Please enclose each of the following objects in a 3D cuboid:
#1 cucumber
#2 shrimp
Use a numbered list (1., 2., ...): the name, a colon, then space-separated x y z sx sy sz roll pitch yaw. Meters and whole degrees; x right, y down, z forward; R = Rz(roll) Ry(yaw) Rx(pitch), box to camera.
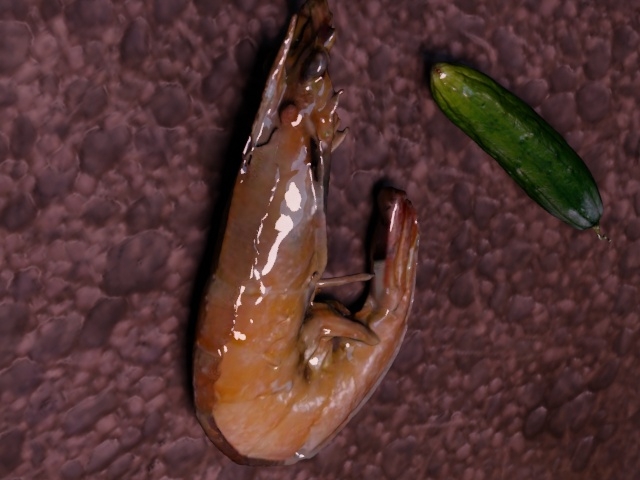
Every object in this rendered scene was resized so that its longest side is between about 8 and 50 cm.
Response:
1. cucumber: 0.111 -0.052 0.897 0.168 0.039 0.039 38 84 -34
2. shrimp: -0.001 -0.001 0.840 0.143 0.052 0.251 -9 119 -42
